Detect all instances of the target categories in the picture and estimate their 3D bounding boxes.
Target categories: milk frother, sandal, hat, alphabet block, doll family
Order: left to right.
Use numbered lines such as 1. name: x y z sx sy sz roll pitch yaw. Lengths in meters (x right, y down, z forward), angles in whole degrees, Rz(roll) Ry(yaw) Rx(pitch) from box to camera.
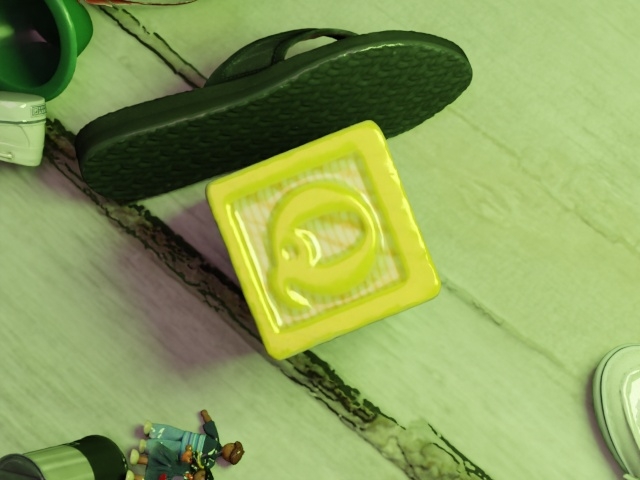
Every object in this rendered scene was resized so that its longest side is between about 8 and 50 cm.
1. milk frother: -0.272 0.289 1.501 0.129 0.135 0.143 -37 74 26
2. hat: -0.290 -0.264 1.671 0.208 0.173 0.183 41 40 9
3. doll family: -0.147 0.270 1.534 0.111 0.076 0.193 6 75 8
4. sandal: -0.056 -0.166 1.587 0.446 0.167 0.107 -14 60 -1
5. alphabet block: 0.000 0.000 1.505 0.192 0.197 0.193 -23 91 -3

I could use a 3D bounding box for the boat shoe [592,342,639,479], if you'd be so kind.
1. boat shoe: 0.405 0.262 1.472 0.136 0.156 0.367 -27 79 -4

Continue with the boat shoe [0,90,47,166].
1. boat shoe: -0.437 -0.128 1.625 0.267 0.096 0.088 4 104 6
